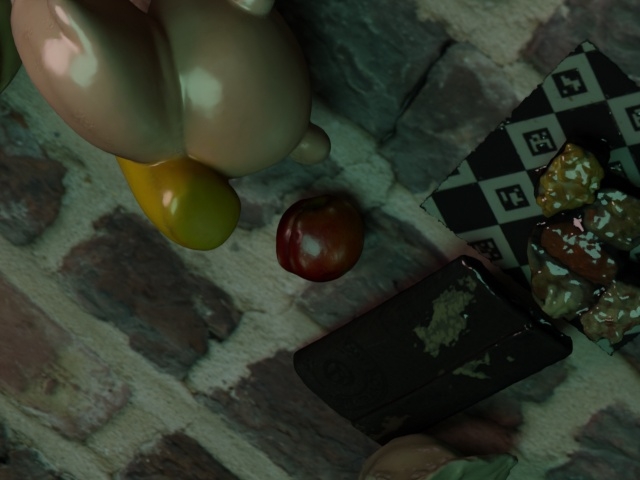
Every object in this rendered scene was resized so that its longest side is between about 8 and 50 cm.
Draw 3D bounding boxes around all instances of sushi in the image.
[{"bbox_3d":[0.285,-0.017,2.012,0.294,0.059,0.292,38,130,-9],"label":"sushi"}]

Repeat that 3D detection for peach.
[{"bbox_3d":[0.001,0.001,2.115,0.101,0.100,0.100,11,129,13],"label":"peach"}]

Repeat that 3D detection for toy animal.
[{"bbox_3d":[-0.143,-0.190,1.956,0.247,0.277,0.345,-34,124,7],"label":"toy animal"}]

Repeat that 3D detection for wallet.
[{"bbox_3d":[0.118,0.132,2.182,0.170,0.044,0.321,42,137,-15],"label":"wallet"}]

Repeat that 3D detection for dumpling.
[{"bbox_3d":[0.137,0.288,2.238,0.193,0.147,0.258,-18,164,2],"label":"dumpling"}]

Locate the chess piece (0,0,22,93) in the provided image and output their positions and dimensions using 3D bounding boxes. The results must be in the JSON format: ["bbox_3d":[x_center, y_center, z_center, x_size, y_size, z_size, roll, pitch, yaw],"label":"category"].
[{"bbox_3d":[-0.492,-0.118,1.982,0.234,0.442,0.234,12,129,14],"label":"chess piece"}]
